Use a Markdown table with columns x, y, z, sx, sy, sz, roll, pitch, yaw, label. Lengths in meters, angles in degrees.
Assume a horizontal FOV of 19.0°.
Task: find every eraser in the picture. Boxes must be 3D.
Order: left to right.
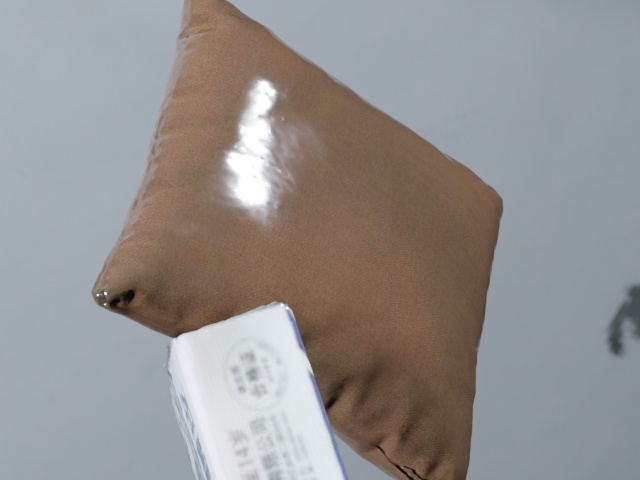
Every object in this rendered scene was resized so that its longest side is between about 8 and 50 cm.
| x | y | z | sx | sy | sz | roll | pitch | yaw | label |
| --- | --- | --- | --- | --- | --- | --- | --- | --- | --- |
| -0.013 | 0.150 | 0.922 | 0.068 | 0.210 | 0.124 | -16 | 159 | -11 | eraser |

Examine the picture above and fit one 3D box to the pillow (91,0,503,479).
| x | y | z | sx | sy | sz | roll | pitch | yaw | label |
| --- | --- | --- | --- | --- | --- | --- | --- | --- | --- |
| 0.000 | 0.000 | 1.322 | 0.308 | 0.305 | 0.108 | 34 | 132 | -22 | pillow |
